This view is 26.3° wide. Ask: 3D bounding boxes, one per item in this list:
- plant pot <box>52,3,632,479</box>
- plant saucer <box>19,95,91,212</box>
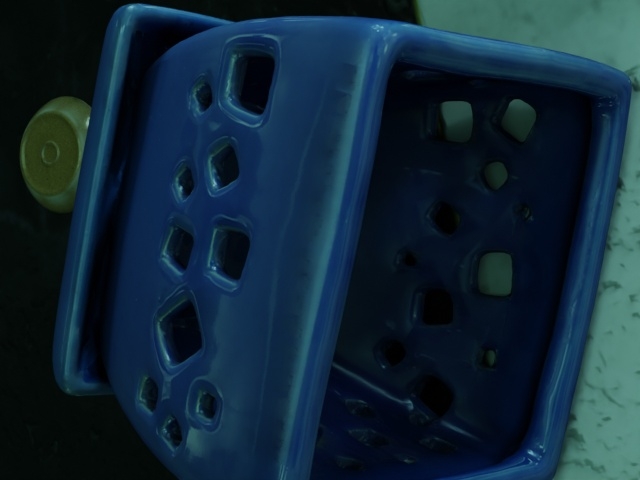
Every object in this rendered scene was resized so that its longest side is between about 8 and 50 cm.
[{"bbox_3d":[0.000,0.000,0.713,0.212,0.236,0.236,17,99,39],"label":"plant pot"},{"bbox_3d":[-0.187,-0.061,0.968,0.083,0.015,0.083,-1,89,35],"label":"plant saucer"}]
